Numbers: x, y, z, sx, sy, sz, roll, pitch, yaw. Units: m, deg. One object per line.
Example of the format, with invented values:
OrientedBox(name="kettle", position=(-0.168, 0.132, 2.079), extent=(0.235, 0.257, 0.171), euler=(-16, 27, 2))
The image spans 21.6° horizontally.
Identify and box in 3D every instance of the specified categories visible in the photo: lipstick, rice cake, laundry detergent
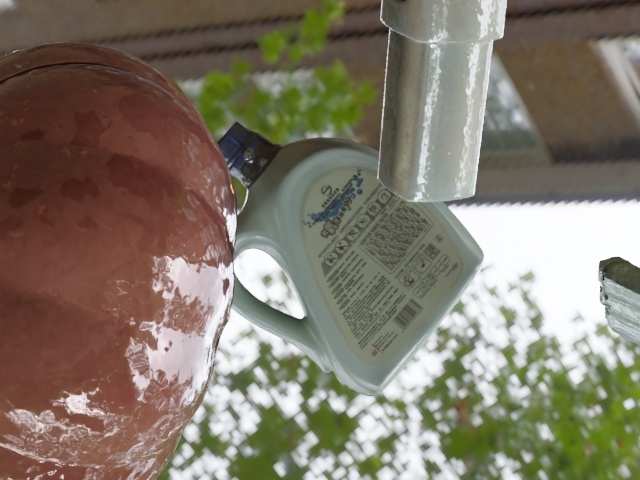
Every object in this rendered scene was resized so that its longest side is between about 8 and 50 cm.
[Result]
OrientedBox(name="lipstick", position=(0.086, -0.156, 1.194), extent=(0.077, 0.253, 0.079), euler=(-7, -154, -24))
OrientedBox(name="rice cake", position=(0.356, 0.087, 1.568), extent=(0.211, 0.124, 0.038), euler=(23, -114, 28))
OrientedBox(name="laundry detergent", position=(0.000, 0.000, 1.656), extent=(0.215, 0.280, 0.105), euler=(-52, -173, 4))

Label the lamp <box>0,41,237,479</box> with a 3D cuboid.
OrientedBox(name="lamp", position=(-0.183, 0.025, 1.007), extent=(0.305, 0.239, 0.305), euler=(-50, -149, 47))
